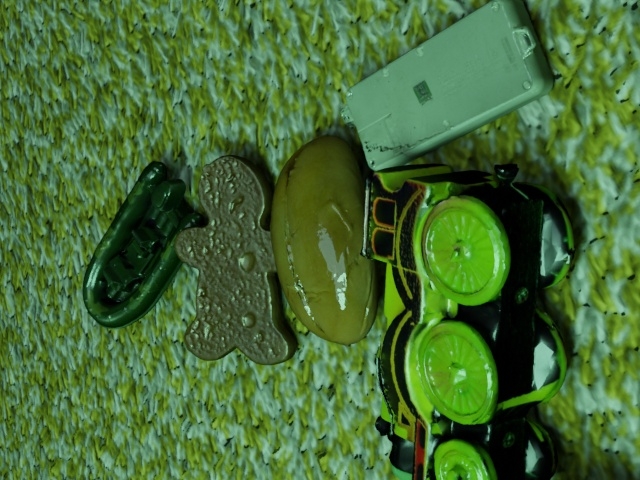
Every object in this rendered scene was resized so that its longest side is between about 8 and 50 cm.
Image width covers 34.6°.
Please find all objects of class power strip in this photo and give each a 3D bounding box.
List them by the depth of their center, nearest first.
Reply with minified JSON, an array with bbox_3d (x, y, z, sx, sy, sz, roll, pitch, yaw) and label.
[{"bbox_3d":[0.097,-0.121,0.824,0.192,0.035,0.081,-26,81,41],"label":"power strip"}]

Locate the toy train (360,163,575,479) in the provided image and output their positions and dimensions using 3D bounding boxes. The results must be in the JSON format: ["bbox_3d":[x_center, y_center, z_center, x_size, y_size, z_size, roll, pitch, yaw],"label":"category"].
[{"bbox_3d":[0.109,0.081,0.811,0.161,0.101,0.296,15,108,46],"label":"toy train"}]

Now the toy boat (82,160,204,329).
[{"bbox_3d":[-0.192,0.012,1.087,0.104,0.052,0.210,51,123,19],"label":"toy boat"}]

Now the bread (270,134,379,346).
[{"bbox_3d":[0.000,0.000,0.889,0.114,0.078,0.189,151,110,-66],"label":"bread"}]

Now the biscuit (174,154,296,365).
[{"bbox_3d":[-0.078,0.019,0.994,0.138,0.031,0.204,1,101,26],"label":"biscuit"}]
